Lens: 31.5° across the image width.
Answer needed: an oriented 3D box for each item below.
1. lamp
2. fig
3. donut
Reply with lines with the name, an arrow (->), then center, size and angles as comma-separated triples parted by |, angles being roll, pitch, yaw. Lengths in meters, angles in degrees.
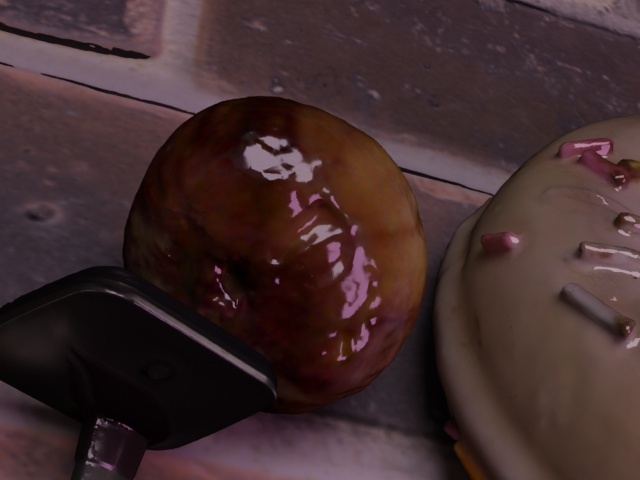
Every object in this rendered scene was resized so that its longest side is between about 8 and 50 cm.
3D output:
lamp -> -0.121, 0.114, 0.409 | 0.203, 0.124, 0.283 | 38, 31, -28
fig -> 0.007, -0.002, 0.608 | 0.230, 0.143, 0.160 | -18, 90, -43
donut -> 0.250, 0.067, 0.635 | 0.382, 0.142, 0.383 | 12, 42, -11
